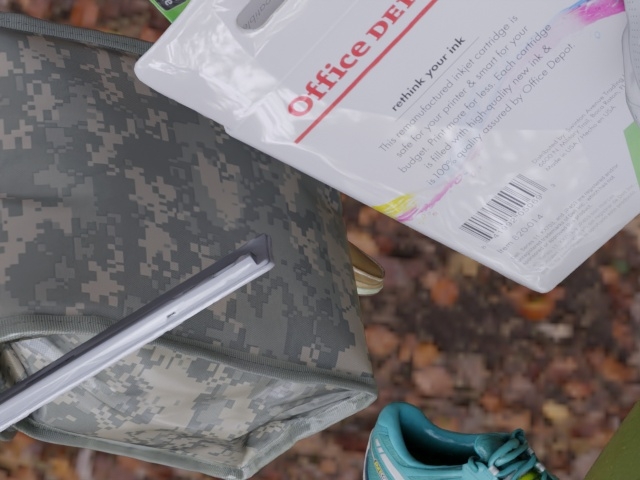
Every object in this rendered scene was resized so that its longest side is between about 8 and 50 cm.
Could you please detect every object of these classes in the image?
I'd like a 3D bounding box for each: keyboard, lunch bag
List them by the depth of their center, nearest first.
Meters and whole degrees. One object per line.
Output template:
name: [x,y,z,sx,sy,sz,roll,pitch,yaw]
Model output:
keyboard: [-0.133,0.069,0.846,0.256,0.072,0.014,-31,95,3]
lunch bag: [-0.127,0.002,1.070,0.287,0.235,0.169,18,141,-39]

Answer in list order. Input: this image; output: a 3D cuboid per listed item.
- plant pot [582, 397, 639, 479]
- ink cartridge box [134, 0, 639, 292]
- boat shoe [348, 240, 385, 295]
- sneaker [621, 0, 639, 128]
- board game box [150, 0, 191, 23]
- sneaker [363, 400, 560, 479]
plant pot: [0.222,0.206,0.925,0.274,0.294,0.275,15,150,9]
ink cartridge box: [0.073,-0.125,1.055,0.353,0.119,0.207,26,123,-34]
boat shoe: [0.000,0.000,1.982,0.190,0.068,0.072,24,116,-19]
sneaker: [0.208,-0.083,0.903,0.090,0.232,0.115,2,121,0]
board game box: [0.043,-0.358,1.730,0.356,0.356,0.356,-23,134,23]
sneaker: [0.147,0.206,1.342,0.275,0.107,0.110,17,118,31]
